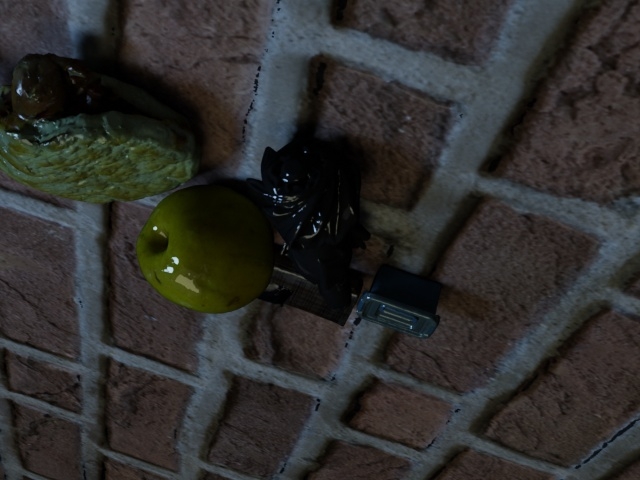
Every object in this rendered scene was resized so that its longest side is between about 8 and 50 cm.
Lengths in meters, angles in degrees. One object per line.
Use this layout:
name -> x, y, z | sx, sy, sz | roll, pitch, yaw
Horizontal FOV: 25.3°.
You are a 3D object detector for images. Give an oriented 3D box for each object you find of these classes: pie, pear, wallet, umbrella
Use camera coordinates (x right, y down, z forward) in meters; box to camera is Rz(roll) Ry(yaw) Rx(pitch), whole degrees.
pie -> -0.260, -0.105, 1.562 | 0.257, 0.105, 0.274 | 23, 157, -32
pear -> -0.126, 0.010, 1.650 | 0.162, 0.148, 0.149 | 10, 163, -34
wallet -> -0.065, 0.043, 1.807 | 0.230, 0.042, 0.124 | 17, 153, -2
umbrella -> 0.000, 0.000, 1.594 | 0.118, 0.118, 0.340 | 12, 155, 13

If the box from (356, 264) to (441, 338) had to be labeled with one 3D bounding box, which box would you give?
box -> 0.099, 0.073, 1.739 | 0.099, 0.054, 0.074 | 19, 157, -1
